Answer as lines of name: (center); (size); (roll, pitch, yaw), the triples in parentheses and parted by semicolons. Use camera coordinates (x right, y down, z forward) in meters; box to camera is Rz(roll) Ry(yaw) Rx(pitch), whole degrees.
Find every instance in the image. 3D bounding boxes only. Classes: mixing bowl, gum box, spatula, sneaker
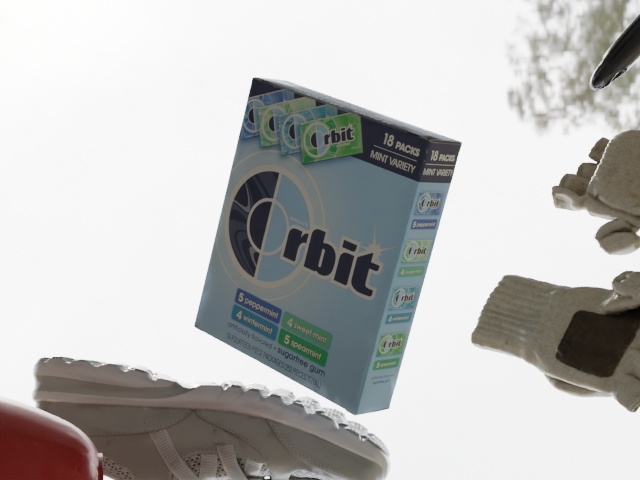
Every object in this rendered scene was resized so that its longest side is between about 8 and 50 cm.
mixing bowl: (-0.175, 0.171, 0.764); (0.098, 0.181, 0.181); (-1, -124, -9)
gum box: (0.000, 0.000, 0.877); (0.157, 0.041, 0.184); (24, -74, 38)
spatula: (0.300, -0.208, 0.973); (0.296, 0.084, 0.030); (-41, -103, -13)
sneaker: (-0.087, 0.163, 1.002); (0.281, 0.105, 0.115); (9, -94, 9)

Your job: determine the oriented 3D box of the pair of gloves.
pair of gloves: (0.247, 0.014, 1.081); (0.204, 0.042, 0.240); (26, -101, 47)
